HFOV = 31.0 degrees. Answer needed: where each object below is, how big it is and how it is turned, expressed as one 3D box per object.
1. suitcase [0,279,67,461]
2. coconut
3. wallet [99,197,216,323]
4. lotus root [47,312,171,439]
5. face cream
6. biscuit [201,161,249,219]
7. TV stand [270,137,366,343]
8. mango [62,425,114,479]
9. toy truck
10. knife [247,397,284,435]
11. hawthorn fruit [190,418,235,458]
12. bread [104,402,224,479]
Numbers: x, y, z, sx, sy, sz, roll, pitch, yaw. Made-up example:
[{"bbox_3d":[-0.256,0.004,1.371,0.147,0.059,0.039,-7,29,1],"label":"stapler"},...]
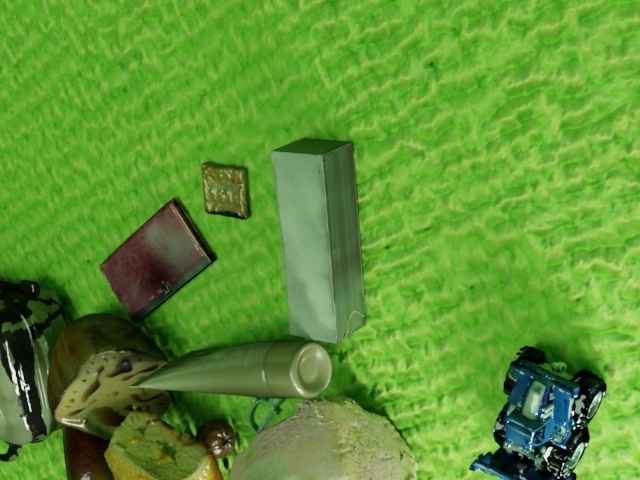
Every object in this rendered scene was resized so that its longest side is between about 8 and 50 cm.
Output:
[{"bbox_3d":[-0.600,0.241,2.083,0.352,0.194,0.339,8,114,36],"label":"suitcase"},{"bbox_3d":[-0.006,0.351,1.655,0.245,0.233,0.233,-38,83,34],"label":"coconut"},{"bbox_3d":[-0.265,0.035,1.849,0.232,0.025,0.119,-37,82,40],"label":"wallet"},{"bbox_3d":[-0.348,0.208,1.914,0.188,0.199,0.180,-49,37,14],"label":"lotus root"},{"bbox_3d":[-0.131,0.190,1.714,0.341,0.137,0.084,-6,107,44],"label":"face cream"},{"bbox_3d":[-0.142,-0.074,1.713,0.083,0.018,0.081,9,113,35],"label":"biscuit"},{"bbox_3d":[0.000,0.000,1.591,0.088,0.083,0.269,8,112,34],"label":"TV stand"},{"bbox_3d":[-0.371,0.380,1.984,0.111,0.133,0.267,-38,60,58],"label":"mango"},{"bbox_3d":[0.269,0.249,1.448,0.113,0.126,0.208,23,121,30],"label":"toy truck"},{"bbox_3d":[-0.066,0.225,1.777,0.054,0.015,0.212,50,131,22],"label":"knife"},{"bbox_3d":[-0.185,0.324,1.876,0.103,0.067,0.066,-12,100,43],"label":"hawthorn fruit"},{"bbox_3d":[-0.238,0.411,1.878,0.185,0.114,0.274,25,141,32],"label":"bread"}]
